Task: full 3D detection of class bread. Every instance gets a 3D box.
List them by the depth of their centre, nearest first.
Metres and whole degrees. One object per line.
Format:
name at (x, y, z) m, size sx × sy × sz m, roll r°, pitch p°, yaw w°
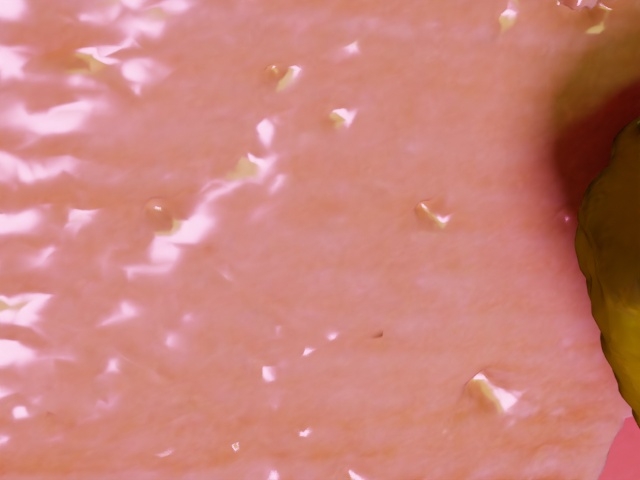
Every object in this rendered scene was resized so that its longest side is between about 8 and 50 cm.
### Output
bread at (0.000, 0.000, 0.431) m, size 0.316 × 0.054 × 0.316 m, roll -14°, pitch 128°, yaw -19°

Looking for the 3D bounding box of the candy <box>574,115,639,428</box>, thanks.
candy at (0.134, 0.043, 0.450) m, size 0.096 × 0.097 × 0.209 m, roll -34°, pitch 139°, yaw -3°
